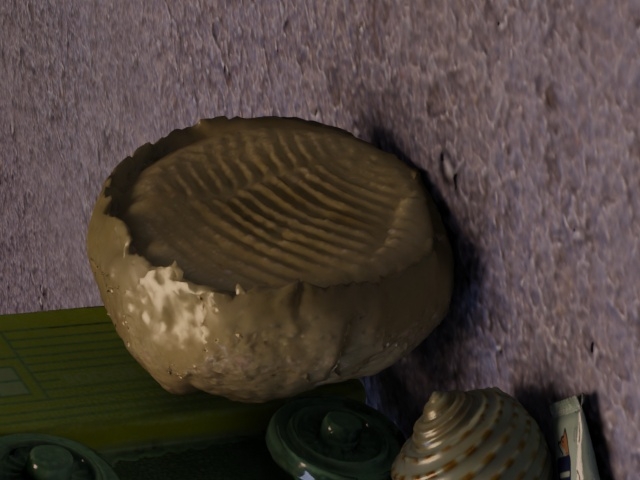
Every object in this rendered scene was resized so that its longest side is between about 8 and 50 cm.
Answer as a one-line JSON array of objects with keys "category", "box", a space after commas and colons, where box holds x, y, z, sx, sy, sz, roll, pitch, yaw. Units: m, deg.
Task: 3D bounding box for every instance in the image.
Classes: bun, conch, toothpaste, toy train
[{"category": "bun", "box": [-0.041, 0.025, 1.341, 0.259, 0.259, 0.152, -123, 29, -50]}, {"category": "conch", "box": [0.096, 0.158, 1.216, 0.135, 0.102, 0.153, -80, -12, -63]}, {"category": "toothpaste", "box": [0.165, 0.196, 1.150, 0.056, 0.036, 0.205, 139, 123, -73]}, {"category": "toy train", "box": [-0.139, 0.165, 1.373, 0.272, 0.442, 0.179, 45, 128, 43]}]
